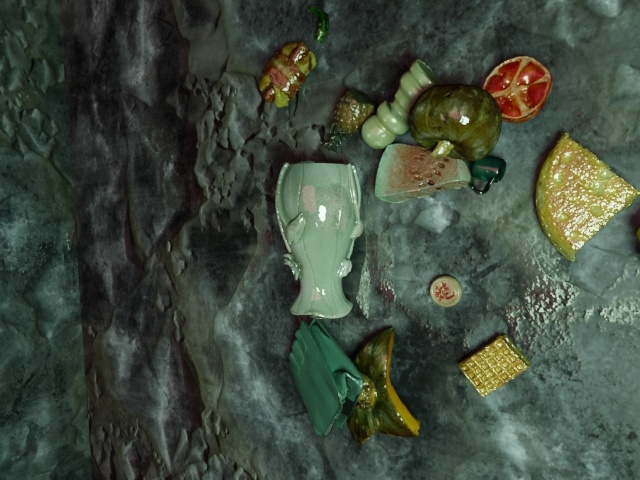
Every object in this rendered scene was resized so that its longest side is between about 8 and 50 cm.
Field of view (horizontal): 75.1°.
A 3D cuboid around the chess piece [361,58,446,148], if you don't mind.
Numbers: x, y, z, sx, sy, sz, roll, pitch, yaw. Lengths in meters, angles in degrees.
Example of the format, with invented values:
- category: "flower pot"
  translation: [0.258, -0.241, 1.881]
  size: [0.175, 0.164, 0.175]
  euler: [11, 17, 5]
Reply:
- category: "chess piece"
  translation: [0.211, -0.341, 1.106]
  size: [0.243, 0.133, 0.133]
  euler: [-43, 71, 33]

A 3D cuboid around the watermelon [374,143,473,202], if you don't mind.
- category: "watermelon"
  translation: [0.277, -0.177, 1.104]
  size: [0.241, 0.094, 0.154]
  euler: [5, 86, 30]

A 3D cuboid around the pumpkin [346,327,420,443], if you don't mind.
- category: "pumpkin"
  translation: [0.145, 0.431, 1.205]
  size: [0.258, 0.095, 0.290]
  euler: [-32, 67, 41]

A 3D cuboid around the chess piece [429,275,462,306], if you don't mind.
- category: "chess piece"
  translation: [0.333, 0.135, 1.104]
  size: [0.083, 0.038, 0.084]
  euler: [2, 94, 33]

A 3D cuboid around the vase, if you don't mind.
- category: "vase"
  translation: [0.000, 0.000, 1.198]
  size: [0.250, 0.250, 0.445]
  euler: [3, 98, 31]

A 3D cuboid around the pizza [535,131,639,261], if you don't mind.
- category: "pizza"
  translation: [0.587, -0.100, 0.924]
  size: [0.197, 0.058, 0.292]
  euler: [-6, 92, 31]

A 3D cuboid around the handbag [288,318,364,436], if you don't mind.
- category: "handbag"
  translation: [0.011, 0.397, 1.227]
  size: [0.274, 0.100, 0.269]
  euler: [54, 143, 38]

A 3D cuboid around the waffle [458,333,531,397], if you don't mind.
- category: "waffle"
  translation: [0.436, 0.314, 1.048]
  size: [0.148, 0.042, 0.102]
  euler: [-46, 71, 25]

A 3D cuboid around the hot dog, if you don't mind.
- category: "hot dog"
  translation: [-0.110, -0.524, 1.300]
  size: [0.146, 0.103, 0.213]
  euler: [45, 113, 22]

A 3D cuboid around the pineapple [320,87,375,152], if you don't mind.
- category: "pineapple"
  translation: [0.073, -0.337, 1.210]
  size: [0.108, 0.108, 0.198]
  euler: [50, 128, 19]

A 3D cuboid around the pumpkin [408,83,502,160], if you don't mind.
- category: "pumpkin"
  translation: [0.302, -0.260, 0.957]
  size: [0.219, 0.219, 0.162]
  euler: [25, 88, 28]

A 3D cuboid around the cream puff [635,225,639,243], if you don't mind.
- category: "cream puff"
  translation: [0.757, 0.018, 0.771]
  size: [0.282, 0.185, 0.282]
  euler: [-19, 44, 19]

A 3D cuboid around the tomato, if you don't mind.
- category: "tomato"
  translation: [0.461, -0.346, 0.978]
  size: [0.155, 0.069, 0.155]
  euler: [-5, 80, 31]

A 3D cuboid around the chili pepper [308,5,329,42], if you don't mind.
- category: "chili pepper"
  translation: [-0.001, -0.666, 1.265]
  size: [0.055, 0.035, 0.118]
  euler: [-12, 91, 15]

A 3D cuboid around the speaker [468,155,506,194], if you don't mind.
- category: "speaker"
  translation: [0.404, -0.162, 1.018]
  size: [0.075, 0.060, 0.094]
  euler: [20, 70, 31]
